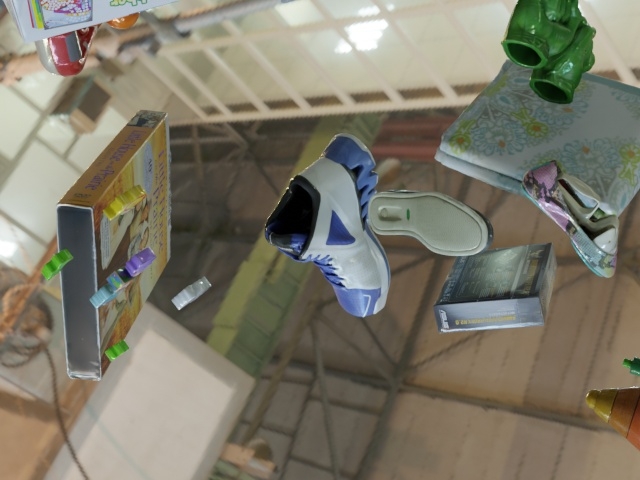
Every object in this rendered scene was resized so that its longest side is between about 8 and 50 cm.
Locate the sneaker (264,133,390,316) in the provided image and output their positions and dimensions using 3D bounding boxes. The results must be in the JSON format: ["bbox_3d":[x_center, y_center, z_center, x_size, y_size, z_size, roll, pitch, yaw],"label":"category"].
[{"bbox_3d":[0.000,-0.001,1.584,0.182,0.315,0.127,-32,-140,-30],"label":"sneaker"}]

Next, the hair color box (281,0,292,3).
[{"bbox_3d":[0.061,-0.584,1.881,0.374,0.185,0.113,0,-161,46],"label":"hair color box"}]

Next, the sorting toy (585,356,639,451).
[{"bbox_3d":[0.464,0.218,1.423,0.126,0.365,0.127,18,-79,20],"label":"sorting toy"}]

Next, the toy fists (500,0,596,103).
[{"bbox_3d":[0.407,-0.351,1.705,0.096,0.279,0.142,14,-99,35],"label":"toy fists"}]

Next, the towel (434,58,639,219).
[{"bbox_3d":[0.447,-0.197,1.855,0.374,0.090,0.320,24,-124,28],"label":"towel"}]

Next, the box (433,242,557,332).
[{"bbox_3d":[0.313,0.081,1.734,0.183,0.056,0.231,-6,-159,21],"label":"box"}]

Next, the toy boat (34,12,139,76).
[{"bbox_3d":[-0.365,-0.370,1.575,0.151,0.151,0.231,1,-133,3],"label":"toy boat"}]

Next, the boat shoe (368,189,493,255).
[{"bbox_3d":[0.165,-0.031,1.380,0.233,0.079,0.084,18,-74,54],"label":"boat shoe"}]

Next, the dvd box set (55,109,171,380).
[{"bbox_3d":[-0.334,-0.008,1.651,0.062,0.307,0.420,6,-154,5],"label":"dvd box set"}]

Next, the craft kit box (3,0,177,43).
[{"bbox_3d":[-0.202,-0.300,0.955,0.246,0.061,0.250,-18,-136,-18],"label":"craft kit box"}]

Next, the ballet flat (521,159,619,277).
[{"bbox_3d":[0.395,-0.033,1.474,0.079,0.221,0.077,-33,-161,37],"label":"ballet flat"}]

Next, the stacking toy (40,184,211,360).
[{"bbox_3d":[-0.267,0.050,1.337,0.221,0.167,0.052,-37,178,33],"label":"stacking toy"}]
